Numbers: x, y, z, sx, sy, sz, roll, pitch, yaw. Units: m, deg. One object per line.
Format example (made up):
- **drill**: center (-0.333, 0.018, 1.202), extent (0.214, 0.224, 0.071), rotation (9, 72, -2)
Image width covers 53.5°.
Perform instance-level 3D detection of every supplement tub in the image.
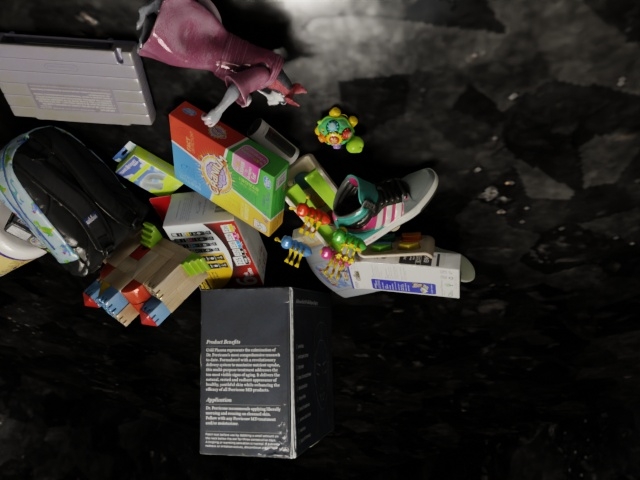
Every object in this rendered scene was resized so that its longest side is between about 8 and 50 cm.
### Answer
- **supplement tub**: center (-0.972, -0.020, 1.901), extent (0.331, 0.241, 0.241), rotation (-20, 136, 33)

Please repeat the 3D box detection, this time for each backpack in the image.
- **backpack**: center (-0.686, -0.126, 1.679), extent (0.273, 0.290, 0.355), rotation (4, 138, 38)

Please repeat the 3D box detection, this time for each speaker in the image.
- **speaker**: center (-0.119, -0.248, 1.598), extent (0.055, 0.055, 0.136), rotation (-25, 133, 36)

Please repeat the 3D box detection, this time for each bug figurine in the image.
- **bug figurine**: center (0.000, 0.000, 1.627), extent (0.216, 0.072, 0.279), rotation (27, 151, -3)

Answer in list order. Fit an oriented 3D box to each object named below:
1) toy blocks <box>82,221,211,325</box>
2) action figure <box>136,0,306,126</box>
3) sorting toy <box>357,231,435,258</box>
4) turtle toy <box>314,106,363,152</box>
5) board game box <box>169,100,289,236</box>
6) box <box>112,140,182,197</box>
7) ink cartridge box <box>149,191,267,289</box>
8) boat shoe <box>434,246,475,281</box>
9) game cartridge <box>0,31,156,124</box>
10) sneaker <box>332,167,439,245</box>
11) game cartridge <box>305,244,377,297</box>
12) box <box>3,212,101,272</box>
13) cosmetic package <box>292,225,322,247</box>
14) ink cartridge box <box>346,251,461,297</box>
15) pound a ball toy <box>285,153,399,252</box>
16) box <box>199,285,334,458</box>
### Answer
- **toy blocks**: center (-0.499, 0.111, 1.732), extent (0.381, 0.261, 0.190), rotation (21, 149, 41)
- **action figure**: center (-0.193, -0.397, 1.340), extent (0.370, 0.248, 0.275), rotation (19, 116, -14)
- **sorting toy**: center (0.220, 0.009, 1.813), extent (0.208, 0.193, 0.038), rotation (1, 105, 12)
- **turtle toy**: center (0.049, -0.258, 1.544), extent (0.130, 0.066, 0.095), rotation (23, 141, -21)
- **board game box**: center (-0.231, -0.175, 1.593), extent (0.317, 0.064, 0.242), rotation (31, 147, 14)
- **box**: center (-0.475, -0.191, 1.749), extent (0.178, 0.042, 0.109), rotation (31, 137, -30)
- **ink cartridge box**: center (-0.325, 0.005, 1.833), extent (0.272, 0.130, 0.309), rotation (-5, 140, 11)
- **boat shoe**: center (0.366, 0.070, 1.944), extent (0.228, 0.079, 0.081), rotation (23, 156, -19)
- **game cartridge**: center (-0.585, -0.377, 1.500), extent (0.355, 0.068, 0.230), rotation (5, 148, 3)
- **sneaker**: center (0.147, -0.118, 1.601), extent (0.296, 0.123, 0.178), rotation (-37, 138, 7)
- **game cartridge**: center (0.082, 0.086, 2.025), extent (0.198, 0.062, 0.297), rotation (-18, 138, 24)
- **box**: center (-0.730, -0.060, 1.823), extent (0.270, 0.216, 0.060), rotation (33, 137, -32)
- **cosmetic package**: center (-0.022, -0.016, 1.910), extent (0.115, 0.041, 0.060), rotation (-18, 137, 31)
- **ink cartridge box**: center (0.249, 0.093, 1.888), extent (0.333, 0.065, 0.165), rotation (4, 147, 14)
- **pound a ball toy**: center (0.049, -0.106, 1.728), extent (0.208, 0.135, 0.319), rotation (-37, 129, 6)
- **box**: center (-0.150, 0.390, 1.987), extent (0.298, 0.471, 0.480), rotation (-1, 172, 14)
